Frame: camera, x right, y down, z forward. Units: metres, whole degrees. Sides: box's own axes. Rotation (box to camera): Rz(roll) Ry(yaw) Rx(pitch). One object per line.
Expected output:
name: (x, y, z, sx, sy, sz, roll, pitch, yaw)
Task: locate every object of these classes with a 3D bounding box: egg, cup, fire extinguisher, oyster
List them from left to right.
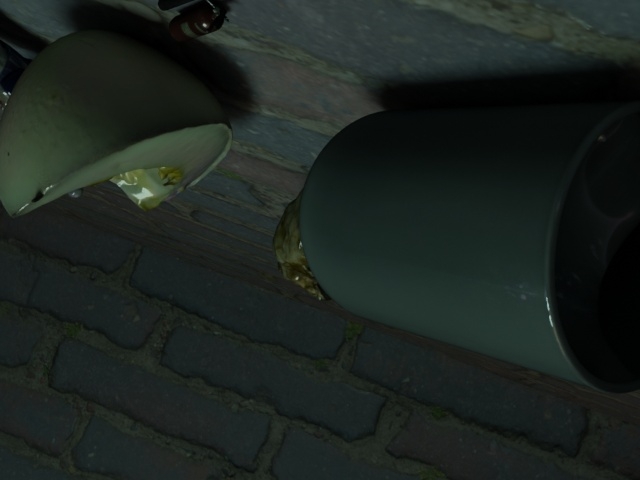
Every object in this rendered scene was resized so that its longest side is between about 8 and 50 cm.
egg: (-0.217, -0.133, 0.921, 0.206, 0.162, 0.271, -32, 173, 30)
fire extinguisher: (-0.109, -0.196, 0.756, 0.100, 0.032, 0.046, 4, 126, 59)
oyster: (-0.004, -0.003, 1.255, 0.110, 0.166, 0.341, 11, -175, 9)
cup: (0.132, -0.012, 0.727, 0.205, 0.205, 0.312, 29, 169, -37)

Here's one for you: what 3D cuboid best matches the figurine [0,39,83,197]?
figurine: (-0.349, -0.174, 1.075, 0.193, 0.133, 0.274, 19, 159, 12)
